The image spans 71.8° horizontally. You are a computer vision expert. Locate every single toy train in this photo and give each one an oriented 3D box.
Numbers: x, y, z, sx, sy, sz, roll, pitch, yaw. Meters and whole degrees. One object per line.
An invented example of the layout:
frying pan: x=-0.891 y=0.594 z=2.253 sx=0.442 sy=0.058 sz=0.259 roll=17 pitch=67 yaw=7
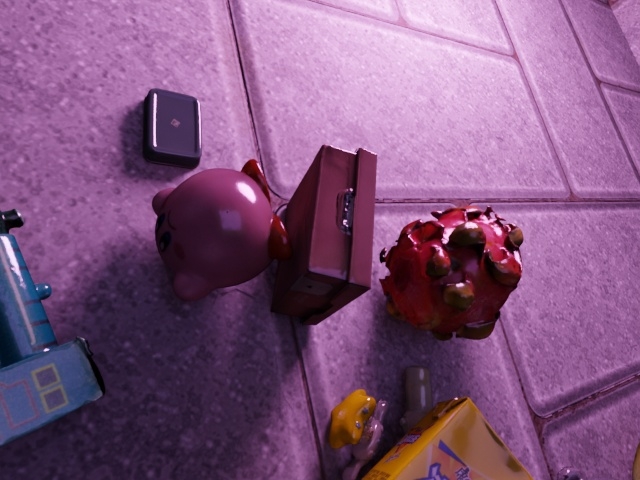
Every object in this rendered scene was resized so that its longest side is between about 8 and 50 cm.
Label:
toy train: x=-0.374 y=0.084 z=0.461 sx=0.194 sy=0.120 sz=0.298 roll=-21 pitch=84 yaw=-42

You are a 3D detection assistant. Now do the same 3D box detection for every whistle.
whistle: x=0.166 y=0.337 z=0.717 sx=0.126 sy=0.067 sz=0.258 roll=17 pitch=60 yaw=-25

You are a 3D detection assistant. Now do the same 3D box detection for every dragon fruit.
dragon fruit: x=0.247 y=0.038 z=0.792 sx=0.243 sy=0.227 sz=0.307 roll=32 pitch=54 yaw=-22

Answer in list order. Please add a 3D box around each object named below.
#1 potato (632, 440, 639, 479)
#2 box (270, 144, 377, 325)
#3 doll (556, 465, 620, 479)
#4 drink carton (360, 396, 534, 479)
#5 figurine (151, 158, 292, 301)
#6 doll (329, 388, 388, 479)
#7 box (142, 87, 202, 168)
potato: x=0.781 y=0.535 z=0.927 sx=0.215 sy=0.216 sz=0.305 roll=27 pitch=68 yaw=-19
box: x=0.000 y=0.000 z=0.665 sx=0.086 sy=0.215 sz=0.215 roll=13 pitch=64 yaw=-14
doll: x=0.482 y=0.585 z=0.781 sx=0.245 sy=0.158 sz=0.340 roll=24 pitch=71 yaw=15
drink carton: x=0.111 y=0.381 z=0.580 sx=0.351 sy=0.111 sz=0.155 roll=-34 pitch=78 yaw=-23
figurine: x=-0.142 y=-0.016 z=0.614 sx=0.173 sy=0.173 sz=0.173 roll=12 pitch=65 yaw=-27
doll: x=0.057 y=0.300 z=0.675 sx=0.113 sy=0.071 sz=0.135 roll=35 pitch=61 yaw=-37
box: x=-0.234 y=-0.180 z=0.706 sx=0.091 sy=0.031 sz=0.126 roll=6 pitch=69 yaw=-29
